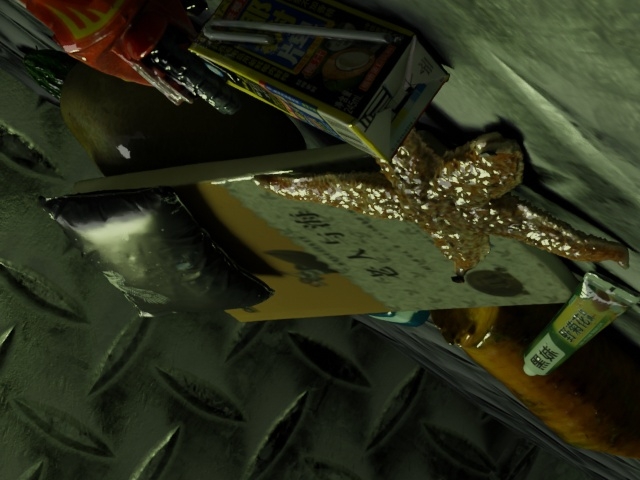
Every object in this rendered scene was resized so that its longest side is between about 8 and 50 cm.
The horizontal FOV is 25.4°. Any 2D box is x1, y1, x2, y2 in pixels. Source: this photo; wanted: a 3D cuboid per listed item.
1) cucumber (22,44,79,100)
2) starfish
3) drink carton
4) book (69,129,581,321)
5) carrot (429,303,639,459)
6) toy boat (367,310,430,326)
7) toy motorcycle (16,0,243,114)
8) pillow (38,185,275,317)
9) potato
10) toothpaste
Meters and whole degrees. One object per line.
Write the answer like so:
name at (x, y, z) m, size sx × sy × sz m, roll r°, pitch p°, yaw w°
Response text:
cucumber at (-0.312, -0.199, 2.034) m, size 0.265 × 0.077 × 0.077 m, roll 35°, pitch 175°, yaw -1°
starfish at (0.070, -0.047, 1.010) m, size 0.295 × 0.048 × 0.231 m, roll 15°, pitch 155°, yaw 26°
drink carton at (-0.006, -0.114, 0.892) m, size 0.166 × 0.071 × 0.056 m, roll 29°, pitch 170°, yaw 41°
book at (0.000, 0.000, 1.240) m, size 0.389 × 0.032 × 0.269 m, roll -7°, pitch 148°, yaw 39°
carrot at (0.231, 0.119, 1.383) m, size 0.302 × 0.114 × 0.114 m, roll 37°, pitch 174°, yaw -30°
toy boat at (0.073, 0.051, 1.858) m, size 0.062 × 0.096 × 0.299 m, roll 26°, pitch 180°, yaw -20°
toy motorcycle at (-0.160, -0.178, 1.052) m, size 0.171 × 0.089 × 0.298 m, roll 30°, pitch -174°, yaw -37°
pillow at (-0.144, 0.013, 1.247) m, size 0.141 × 0.055 × 0.208 m, roll -8°, pitch 148°, yaw 22°
potato at (-0.123, -0.105, 1.301) m, size 0.235 × 0.160 × 0.178 m, roll 25°, pitch -160°, yaw -6°
toothpaste at (0.214, 0.076, 1.217) m, size 0.049 × 0.031 × 0.204 m, roll 28°, pitch 152°, yaw 0°
